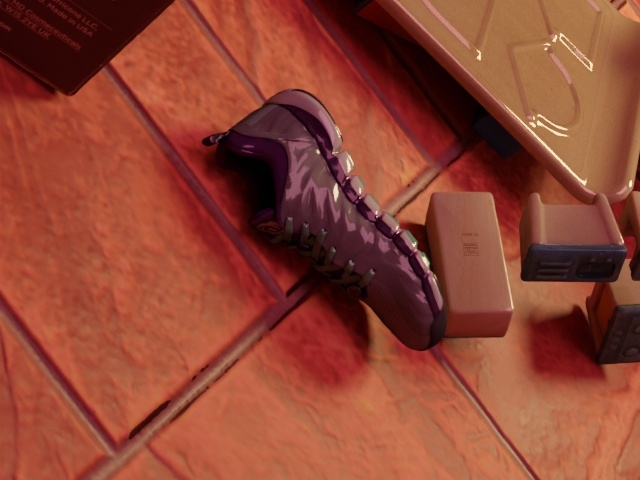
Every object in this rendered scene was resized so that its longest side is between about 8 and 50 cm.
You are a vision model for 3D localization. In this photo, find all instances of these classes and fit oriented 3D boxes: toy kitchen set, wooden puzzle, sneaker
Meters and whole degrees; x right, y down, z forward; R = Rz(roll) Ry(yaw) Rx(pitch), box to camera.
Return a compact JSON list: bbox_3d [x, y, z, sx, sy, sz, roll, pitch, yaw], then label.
[{"bbox_3d":[0.188,0.056,1.509,0.207,0.166,0.122,0,53,-7],"label":"toy kitchen set"},{"bbox_3d":[0.158,-0.212,1.692,0.348,0.080,0.322,39,37,-14],"label":"wooden puzzle"},{"bbox_3d":[0.000,0.000,1.340,0.098,0.083,0.223,-30,83,-32],"label":"sneaker"}]

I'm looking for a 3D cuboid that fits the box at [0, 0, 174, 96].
[{"bbox_3d":[-0.091,-0.284,1.179,0.143,0.381,0.191,36,39,-24],"label":"box"}]
